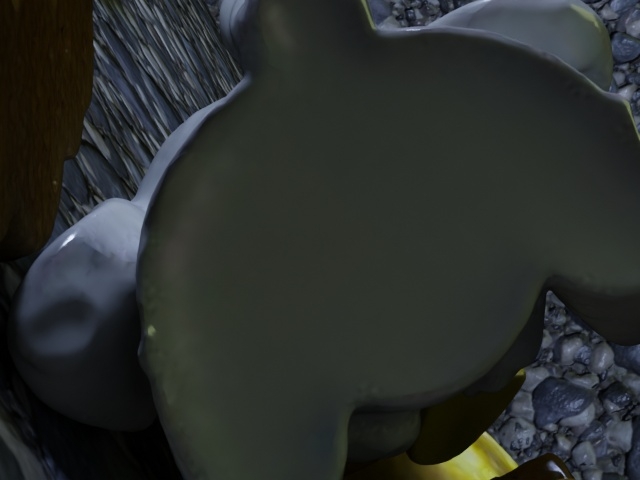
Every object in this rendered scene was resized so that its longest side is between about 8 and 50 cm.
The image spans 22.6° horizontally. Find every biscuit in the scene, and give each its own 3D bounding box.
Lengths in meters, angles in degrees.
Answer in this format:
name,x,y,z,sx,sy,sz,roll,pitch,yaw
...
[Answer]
name,x,y,z,sx,sy,sz,roll,pitch,yaw
biscuit,-0.127,-0.073,0.595,0.320,0.047,0.183,-91,178,-58

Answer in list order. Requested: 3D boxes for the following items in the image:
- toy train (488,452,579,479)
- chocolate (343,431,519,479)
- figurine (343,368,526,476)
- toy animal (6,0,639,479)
name,x,y,z,sx,sy,sz,roll,pitch,yaw
toy train,0.081,0.240,0.479,0.231,0.163,0.369,56,7,-39
chocolate,0.109,0.223,1.027,0.445,0.162,0.162,60,4,15
figurine,-0.011,0.034,0.940,0.215,0.215,0.228,52,24,-66
toy animal,0.000,0.000,0.693,0.206,0.271,0.265,59,-9,-3
